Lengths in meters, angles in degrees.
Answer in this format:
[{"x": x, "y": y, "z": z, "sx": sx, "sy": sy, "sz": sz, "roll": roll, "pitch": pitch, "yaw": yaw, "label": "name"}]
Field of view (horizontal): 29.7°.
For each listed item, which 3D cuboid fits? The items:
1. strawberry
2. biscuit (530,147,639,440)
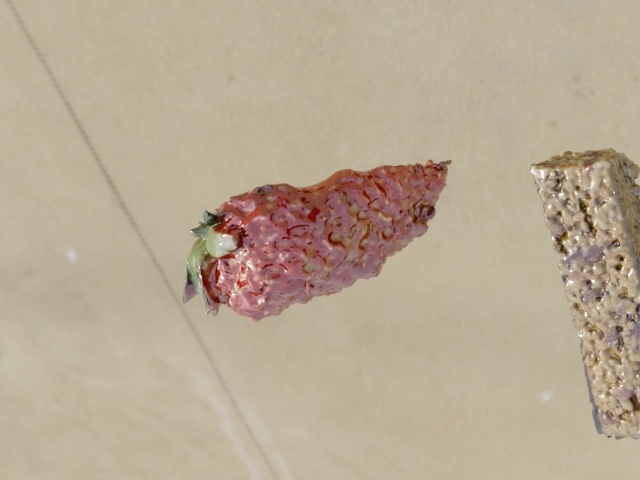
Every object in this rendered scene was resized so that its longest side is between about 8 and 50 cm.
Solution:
[{"x": 0.001, "y": 0.001, "z": 1.029, "sx": 0.228, "sy": 0.098, "sz": 0.174, "roll": -15, "pitch": 174, "yaw": -23, "label": "strawberry"}, {"x": 0.189, "y": 0.038, "z": 0.771, "sx": 0.064, "sy": 0.034, "sz": 0.199, "roll": -6, "pitch": 108, "yaw": 37, "label": "biscuit"}]
